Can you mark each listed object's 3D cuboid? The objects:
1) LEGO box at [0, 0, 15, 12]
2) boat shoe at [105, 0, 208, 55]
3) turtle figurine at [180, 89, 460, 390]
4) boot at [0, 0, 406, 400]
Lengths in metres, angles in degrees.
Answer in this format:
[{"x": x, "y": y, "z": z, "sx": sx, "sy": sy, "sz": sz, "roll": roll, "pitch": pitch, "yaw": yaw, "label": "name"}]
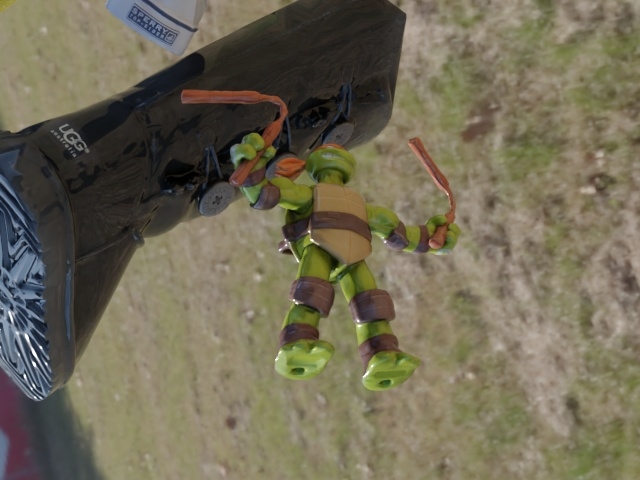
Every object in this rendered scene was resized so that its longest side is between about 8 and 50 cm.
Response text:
[{"x": -0.127, "y": -0.290, "z": 0.286, "sx": 0.372, "sy": 0.500, "sz": 0.193, "roll": 64, "pitch": -167, "yaw": 25, "label": "LEGO box"}, {"x": -0.123, "y": -0.218, "z": 0.832, "sx": 0.084, "sy": 0.095, "sz": 0.258, "roll": -55, "pitch": 24, "yaw": 11, "label": "boat shoe"}, {"x": 0.000, "y": 0.000, "z": 0.775, "sx": 0.087, "sy": 0.270, "sz": 0.217, "roll": -35, "pitch": 46, "yaw": 42, "label": "turtle figurine"}, {"x": -0.131, "y": -0.053, "z": 1.020, "sx": 0.146, "sy": 0.445, "sz": 0.367, "roll": 47, "pitch": 145, "yaw": 12, "label": "boot"}]
